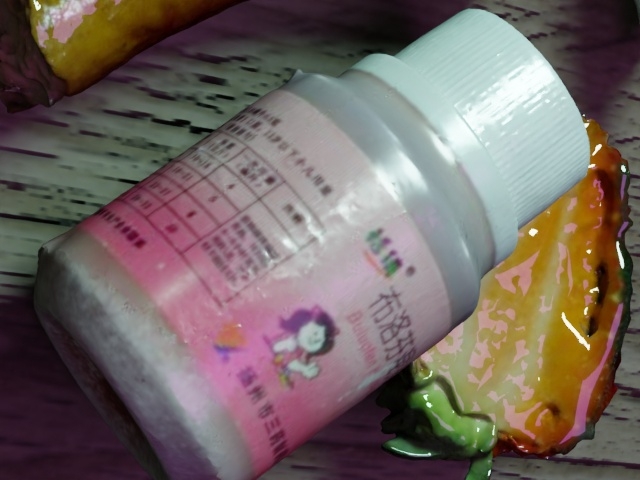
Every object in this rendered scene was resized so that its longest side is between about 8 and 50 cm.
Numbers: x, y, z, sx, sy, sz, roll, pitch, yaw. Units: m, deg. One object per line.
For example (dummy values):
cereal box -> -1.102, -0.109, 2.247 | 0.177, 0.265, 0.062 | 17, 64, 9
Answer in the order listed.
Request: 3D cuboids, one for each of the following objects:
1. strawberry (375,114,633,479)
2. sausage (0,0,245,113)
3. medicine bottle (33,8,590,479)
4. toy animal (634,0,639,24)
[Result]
strawberry -> 0.091, 0.035, 0.959 | 0.140, 0.085, 0.192 | -6, 92, -14
sausage -> -0.019, -0.135, 0.819 | 0.302, 0.076, 0.103 | -18, 126, -25
medicine bottle -> 0.000, 0.000, 0.841 | 0.247, 0.147, 0.147 | -35, 125, -14
toy animal -> 0.180, -0.193, 0.904 | 0.131, 0.103, 0.221 | -41, 127, -13
